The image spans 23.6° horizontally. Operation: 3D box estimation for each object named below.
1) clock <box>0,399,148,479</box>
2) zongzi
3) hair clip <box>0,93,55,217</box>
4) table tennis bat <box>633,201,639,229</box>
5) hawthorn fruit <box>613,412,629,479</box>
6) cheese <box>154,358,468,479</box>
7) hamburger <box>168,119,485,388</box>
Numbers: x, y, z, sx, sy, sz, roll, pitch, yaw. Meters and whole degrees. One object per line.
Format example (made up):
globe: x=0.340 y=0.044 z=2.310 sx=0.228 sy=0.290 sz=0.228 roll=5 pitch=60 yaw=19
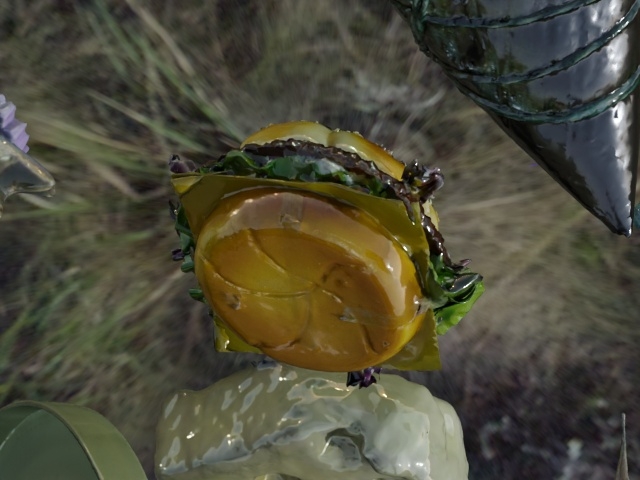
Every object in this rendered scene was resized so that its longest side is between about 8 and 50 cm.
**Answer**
clock: x=-0.151 y=0.203 z=0.814 sx=0.029 sy=0.235 sz=0.234 roll=7 pitch=91 yaw=-37
zongzi: x=0.167 y=-0.188 z=1.175 sx=0.319 sy=0.383 sz=0.362 roll=-24 pitch=75 yaw=-1
hair clip: x=-0.329 y=-0.119 z=1.287 sx=0.084 sy=0.106 sz=0.292 roll=-36 pitch=70 yaw=-29
table tennis bat: x=0.359 y=0.011 z=1.323 sx=0.201 sy=0.124 sz=0.033 roll=29 pitch=103 yaw=34
hawthorn fruit: x=0.250 y=0.267 z=1.281 sx=0.149 sy=0.189 sz=0.149 roll=12 pitch=132 yaw=14
cheese: x=-0.009 y=0.229 z=1.571 sx=0.327 sy=0.318 sz=0.115 roll=10 pitch=58 yaw=-9
hamburger: x=0.003 y=0.002 z=0.868 sx=0.190 sy=0.164 sz=0.093 roll=17 pitch=48 yaw=11
